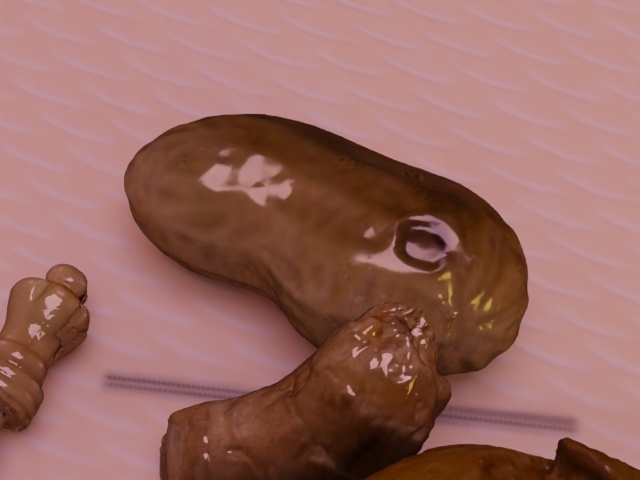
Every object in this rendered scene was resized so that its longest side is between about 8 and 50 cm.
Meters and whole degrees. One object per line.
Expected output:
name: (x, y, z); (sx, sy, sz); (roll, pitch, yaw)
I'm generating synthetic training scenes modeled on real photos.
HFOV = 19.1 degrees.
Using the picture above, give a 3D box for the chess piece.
chess piece: (-0.173, 0.085, 1.017); (0.060, 0.060, 0.172); (25, 62, 10)

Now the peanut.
peanut: (0.000, 0.000, 1.038); (0.236, 0.110, 0.120); (22, 73, 10)

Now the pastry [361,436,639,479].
pastry: (0.105, 0.257, 0.886); (0.356, 0.164, 0.356); (2, 64, -5)

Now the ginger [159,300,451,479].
ginger: (-0.008, 0.098, 0.980); (0.095, 0.190, 0.069); (51, 28, -6)
